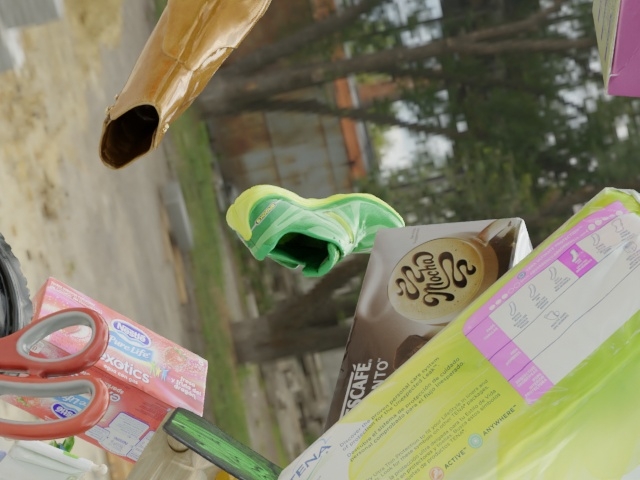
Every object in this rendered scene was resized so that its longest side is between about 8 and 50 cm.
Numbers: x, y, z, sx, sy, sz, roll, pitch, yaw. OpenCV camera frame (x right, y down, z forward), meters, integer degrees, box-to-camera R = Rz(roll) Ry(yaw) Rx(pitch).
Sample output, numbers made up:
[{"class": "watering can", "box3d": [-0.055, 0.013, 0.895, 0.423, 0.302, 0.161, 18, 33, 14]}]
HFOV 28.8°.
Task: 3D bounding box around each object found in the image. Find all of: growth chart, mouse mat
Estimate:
[{"class": "growth chart", "box3d": [-0.410, 0.325, 1.576, 0.172, 0.237, 0.021, 35, 23, -34]}, {"class": "mouse mat", "box3d": [-0.036, 0.185, 0.963, 0.007, 0.189, 0.152, -59, -179, -2]}]

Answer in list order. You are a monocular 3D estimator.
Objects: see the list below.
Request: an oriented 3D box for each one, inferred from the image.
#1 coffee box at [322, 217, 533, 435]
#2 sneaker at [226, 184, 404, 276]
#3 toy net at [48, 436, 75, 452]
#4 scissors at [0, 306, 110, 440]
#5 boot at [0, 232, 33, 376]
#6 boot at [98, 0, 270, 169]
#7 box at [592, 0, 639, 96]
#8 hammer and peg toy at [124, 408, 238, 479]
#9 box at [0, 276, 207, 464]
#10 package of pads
[{"class": "coffee box", "box3d": [0.122, 0.126, 1.281, 0.119, 0.168, 0.297, 64, 32, -41]}, {"class": "sneaker", "box3d": [0.000, 0.000, 1.753, 0.109, 0.295, 0.123, -48, -127, 38]}, {"class": "toy net", "box3d": [-0.453, 0.399, 1.933, 0.045, 0.232, 0.122, 30, 12, -19]}, {"class": "scissors", "box3d": [-0.290, 0.096, 0.908, 0.021, 0.297, 0.109, 75, 17, -51]}, {"class": "boot", "box3d": [-0.426, -0.006, 1.092, 0.348, 0.131, 0.260, 56, 21, 21]}, {"class": "boot", "box3d": [-0.149, -0.216, 1.421, 0.295, 0.104, 0.211, -50, -167, 40]}, {"class": "box", "box3d": [0.293, -0.249, 0.997, 0.243, 0.117, 0.214, -71, 165, -63]}, {"class": "hammer and peg toy", "box3d": [-0.202, 0.446, 1.733, 0.361, 0.266, 0.127, -57, 177, -15]}, {"class": "box", "box3d": [-0.341, 0.212, 1.939, 0.300, 0.154, 0.142, 30, 31, -21]}, {"class": "package of pads", "box3d": [0.140, 0.131, 0.785, 0.229, 0.296, 0.101, 48, 1, -45]}]
